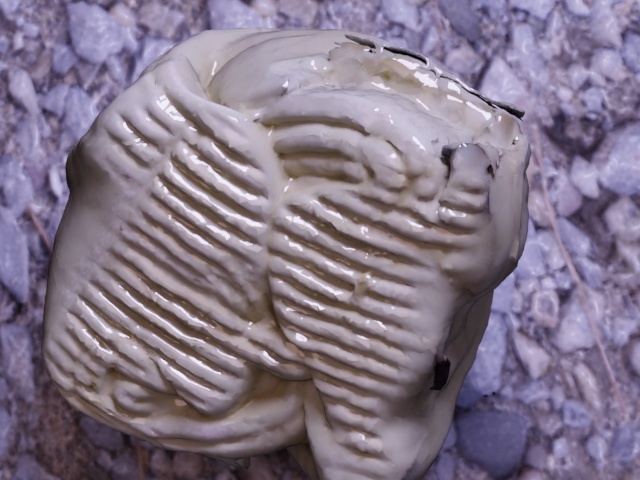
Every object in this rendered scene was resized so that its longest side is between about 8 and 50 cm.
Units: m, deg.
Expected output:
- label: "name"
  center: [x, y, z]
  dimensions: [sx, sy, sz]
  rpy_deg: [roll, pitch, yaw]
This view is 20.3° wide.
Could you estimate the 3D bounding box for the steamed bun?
- label: "steamed bun"
  center: [0.000, 0.000, 1.284]
  dimensions: [0.394, 0.237, 0.346]
  rpy_deg: [-23, 103, 28]
